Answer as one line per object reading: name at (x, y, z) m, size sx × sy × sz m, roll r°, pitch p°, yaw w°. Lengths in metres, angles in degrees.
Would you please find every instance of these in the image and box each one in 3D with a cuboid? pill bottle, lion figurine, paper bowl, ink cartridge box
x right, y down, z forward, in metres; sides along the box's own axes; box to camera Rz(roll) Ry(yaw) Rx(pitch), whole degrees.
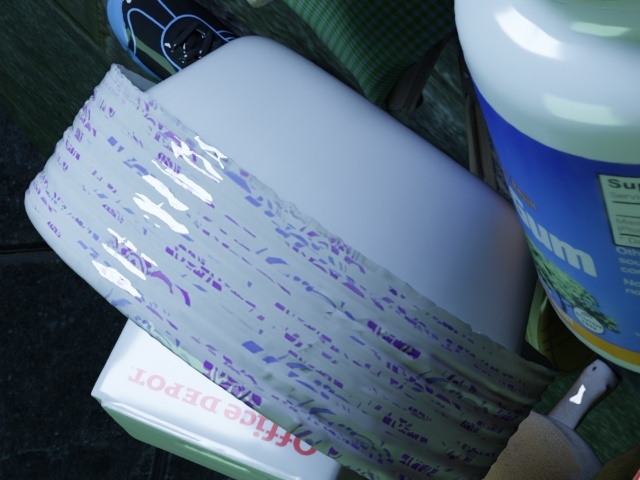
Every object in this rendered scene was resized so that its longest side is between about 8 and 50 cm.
pill bottle at (0.139, -0.068, 0.541) m, size 0.152 × 0.152 × 0.272 m, roll 35°, pitch 165°, yaw 36°
lion figurine at (0.175, 0.190, 1.038) m, size 0.142 × 0.240 × 0.392 m, roll 49°, pitch 170°, yaw -22°
paper bowl at (0.000, 0.000, 0.717) m, size 0.284 × 0.148 × 0.284 m, roll 35°, pitch -175°, yaw -3°
ink cartridge box at (-0.023, 0.052, 1.060) m, size 0.198 × 0.272 × 0.114 m, roll 19°, pitch 160°, yaw 16°

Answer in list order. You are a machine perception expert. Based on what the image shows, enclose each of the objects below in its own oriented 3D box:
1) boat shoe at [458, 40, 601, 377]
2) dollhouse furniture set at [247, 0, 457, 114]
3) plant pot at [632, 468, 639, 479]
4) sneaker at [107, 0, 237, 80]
boat shoe at (0.143, -0.027, 0.817) m, size 0.089 × 0.105 × 0.285 m, roll 46°, pitch 160°, yaw 39°
dollhouse furniture set at (-0.039, -0.157, 0.727) m, size 0.197 × 0.151 × 0.301 m, roll 57°, pitch 170°, yaw 8°
plant pot at (0.251, 0.191, 0.455) m, size 0.236 × 0.267 × 0.267 m, roll 36°, pitch 176°, yaw -32°
sneaker at (-0.082, -0.146, 1.181) m, size 0.232 × 0.081 × 0.090 m, roll 41°, pitch 166°, yaw -18°
